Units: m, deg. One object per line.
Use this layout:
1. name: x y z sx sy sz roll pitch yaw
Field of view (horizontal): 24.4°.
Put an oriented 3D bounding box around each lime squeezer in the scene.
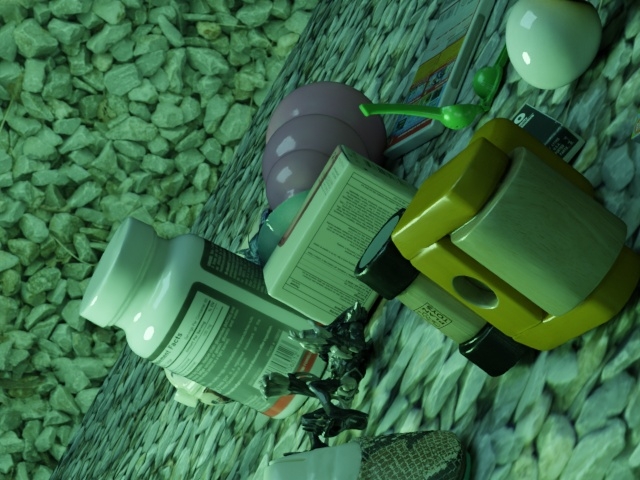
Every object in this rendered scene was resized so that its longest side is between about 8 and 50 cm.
1. lime squeezer: 0.207 -0.227 2.118 0.310 0.110 0.059 -35 -11 -15

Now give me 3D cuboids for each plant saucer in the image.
1. plant saucer: 0.000 0.000 2.291 0.195 0.195 0.037 -55 37 30

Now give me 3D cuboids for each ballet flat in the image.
1. ballet flat: -0.024 0.341 1.712 0.483 0.182 0.164 -49 18 44

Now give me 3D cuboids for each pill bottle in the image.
1. pill bottle: -0.173 0.115 2.301 0.210 0.363 0.210 -57 14 23

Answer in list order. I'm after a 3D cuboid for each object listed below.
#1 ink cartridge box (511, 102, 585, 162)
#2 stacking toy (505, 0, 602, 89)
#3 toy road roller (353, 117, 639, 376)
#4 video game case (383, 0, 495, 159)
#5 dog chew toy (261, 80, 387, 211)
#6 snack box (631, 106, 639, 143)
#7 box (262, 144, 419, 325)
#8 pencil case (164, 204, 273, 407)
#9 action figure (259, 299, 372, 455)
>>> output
1. ink cartridge box: 0.214 -0.074 1.818 0.206 0.045 0.208 -49 14 5
2. stacking toy: 0.321 -0.408 1.739 0.350 0.351 0.479 -109 30 -71
3. toy road roller: 0.203 -0.027 1.544 0.240 0.202 0.329 -58 8 -25
4. video game case: 0.197 -0.278 2.389 0.285 0.025 0.204 -67 14 -16
5. dog chew toy: -0.005 -0.127 2.415 0.206 0.207 0.332 -55 7 30
6. snack box: 0.373 -0.158 1.476 0.141 0.037 0.100 -37 29 62
7. box: 0.037 0.000 2.184 0.232 0.149 0.127 -58 15 11
8. pencil case: -0.122 0.116 2.544 0.410 0.160 0.183 -54 -3 33
9. action figure: -0.001 0.180 2.027 0.275 0.141 0.164 -85 14 -54
